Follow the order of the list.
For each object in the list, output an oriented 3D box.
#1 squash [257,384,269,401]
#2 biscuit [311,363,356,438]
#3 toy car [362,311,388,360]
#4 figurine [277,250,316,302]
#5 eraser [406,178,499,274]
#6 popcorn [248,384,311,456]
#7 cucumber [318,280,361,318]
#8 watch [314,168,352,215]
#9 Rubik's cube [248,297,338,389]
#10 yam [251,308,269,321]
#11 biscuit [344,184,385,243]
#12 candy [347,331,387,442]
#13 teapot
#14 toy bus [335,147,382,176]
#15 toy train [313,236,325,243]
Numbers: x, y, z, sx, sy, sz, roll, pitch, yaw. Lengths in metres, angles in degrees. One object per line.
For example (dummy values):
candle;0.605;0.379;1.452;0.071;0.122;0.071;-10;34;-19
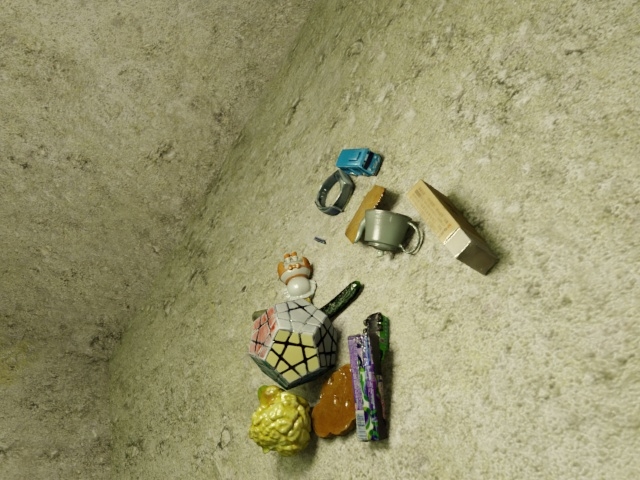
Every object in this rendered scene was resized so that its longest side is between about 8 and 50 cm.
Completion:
squash;-0.185;0.626;1.978;0.066;0.066;0.201;-58;39;11
biscuit;0.071;0.518;1.689;0.290;0.041;0.209;-50;35;21
toy car;0.178;0.313;1.655;0.071;0.062;0.165;-31;44;43
figurine;-0.095;0.156;2.110;0.143;0.143;0.271;-50;32;22
eraser;0.380;-0.046;1.535;0.078;0.144;0.343;-50;35;19
popcorn;-0.128;0.604;1.771;0.205;0.237;0.252;-3;28;10
cucumber;0.074;0.215;1.886;0.214;0.058;0.052;-44;3;26
watch;0.056;-0.193;2.196;0.193;0.068;0.206;-55;29;21
Rubik's cube;-0.093;0.361;1.830;0.319;0.318;0.264;-41;65;33
yam;-0.200;0.318;2.221;0.274;0.061;0.061;-16;56;50
biscuit;0.162;-0.105;1.948;0.232;0.013;0.237;-60;11;7
candy;0.141;0.434;1.554;0.088;0.061;0.313;-19;69;43
teapot;0.223;-0.016;1.755;0.239;0.162;0.149;10;85;30
toy bus;0.152;-0.315;2.098;0.184;0.106;0.090;12;76;58
toy train;0.000;0.000;2.186;0.017;0.017;0.083;-60;31;-6
